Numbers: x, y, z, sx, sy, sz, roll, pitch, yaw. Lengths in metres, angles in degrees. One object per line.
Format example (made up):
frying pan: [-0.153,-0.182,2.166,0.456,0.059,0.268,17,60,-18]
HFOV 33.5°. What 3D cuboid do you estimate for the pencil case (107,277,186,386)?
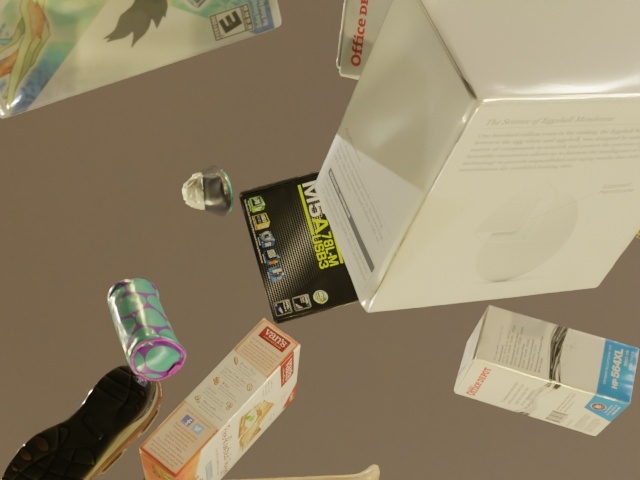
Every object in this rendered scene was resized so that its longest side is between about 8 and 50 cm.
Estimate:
pencil case: [-0.206,0.104,1.251,0.064,0.070,0.151,-38,-145,1]

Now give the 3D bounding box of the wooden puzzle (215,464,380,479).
wooden puzzle: [-0.072,0.277,0.992,0.239,0.221,0.044,-4,-133,-10]

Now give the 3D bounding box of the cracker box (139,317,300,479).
cracker box: [-0.123,0.228,1.352,0.067,0.155,0.232,34,-119,17]

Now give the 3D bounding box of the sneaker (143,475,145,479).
sneaker: [-0.250,0.461,1.649,0.081,0.232,0.090,20,-139,40]

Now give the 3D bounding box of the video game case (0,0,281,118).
video game case: [-0.208,-0.299,0.972,0.300,0.329,0.036,-20,-140,-10]

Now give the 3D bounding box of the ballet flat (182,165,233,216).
ballet flat: [-0.168,-0.071,1.562,0.074,0.074,0.203,-55,-168,3]

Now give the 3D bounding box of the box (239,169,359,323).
box: [0.000,0.000,1.463,0.184,0.045,0.190,-14,-85,0]

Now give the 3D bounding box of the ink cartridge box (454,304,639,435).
ink cartridge box: [0.293,0.173,1.402,0.203,0.148,0.085,17,-116,4]

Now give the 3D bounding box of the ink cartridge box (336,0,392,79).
ink cartridge box: [0.178,-0.325,1.597,0.273,0.114,0.196,16,-64,18]

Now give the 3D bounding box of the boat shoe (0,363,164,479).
boat shoe: [-0.382,0.342,1.772,0.324,0.120,0.122,-40,-110,1]

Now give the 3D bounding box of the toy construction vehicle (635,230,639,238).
toy construction vehicle: [0.417,-0.023,1.320,0.098,0.035,0.086,-62,-153,10]

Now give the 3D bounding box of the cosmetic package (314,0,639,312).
cosmetic package: [0.144,-0.073,0.806,0.224,0.224,0.138,116,-38,-47]
